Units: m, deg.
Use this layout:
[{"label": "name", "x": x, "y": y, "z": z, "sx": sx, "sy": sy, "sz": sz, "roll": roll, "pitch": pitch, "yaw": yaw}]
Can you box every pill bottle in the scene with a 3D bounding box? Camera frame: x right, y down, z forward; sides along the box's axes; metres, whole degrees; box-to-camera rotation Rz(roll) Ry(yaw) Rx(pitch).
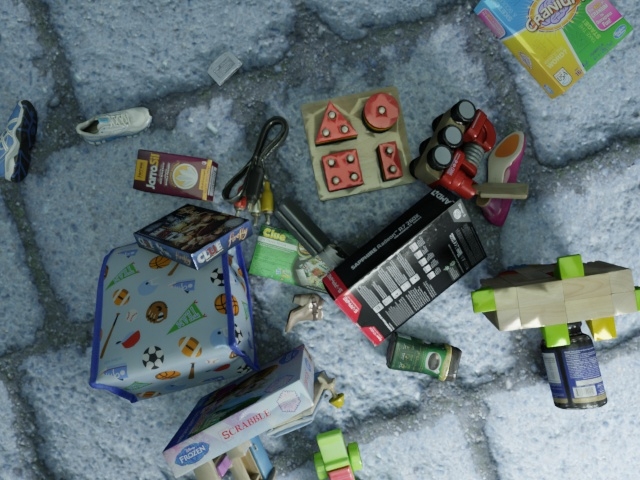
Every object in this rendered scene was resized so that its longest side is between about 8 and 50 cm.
[{"label": "pill bottle", "x": 0.632, "y": 0.305, "z": 1.192, "sx": 0.122, "sy": 0.123, "sz": 0.219, "roll": -8, "pitch": 79, "yaw": 0}]

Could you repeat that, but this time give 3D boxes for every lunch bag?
[{"label": "lunch bag", "x": -0.336, "y": 0.147, "z": 1.124, "sx": 0.327, "sy": 0.239, "sz": 0.386, "roll": -15, "pitch": 59, "yaw": -1}]

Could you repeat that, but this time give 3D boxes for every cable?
[{"label": "cable", "x": -0.165, "y": -0.185, "z": 1.231, "sx": 0.139, "sy": 0.072, "sz": 0.288, "roll": 11, "pitch": 79, "yaw": 16}]

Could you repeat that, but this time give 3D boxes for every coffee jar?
[{"label": "coffee jar", "x": 0.267, "y": 0.301, "z": 1.218, "sx": 0.184, "sy": 0.079, "sz": 0.096, "roll": 13, "pitch": 89, "yaw": 0}]

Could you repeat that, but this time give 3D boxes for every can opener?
[{"label": "can opener", "x": 0.000, "y": 0.000, "z": 1.197, "sx": 0.280, "sy": 0.074, "sz": 0.093, "roll": 43, "pitch": 55, "yaw": -3}]

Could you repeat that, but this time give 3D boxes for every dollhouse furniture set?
[{"label": "dollhouse furniture set", "x": -0.083, "y": 0.488, "z": 1.116, "sx": 0.303, "sy": 0.286, "sz": 0.198, "roll": -25, "pitch": 91, "yaw": 11}]

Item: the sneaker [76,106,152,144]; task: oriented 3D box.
[{"label": "sneaker", "x": -0.525, "y": -0.295, "z": 1.198, "sx": 0.190, "sy": 0.083, "sz": 0.072, "roll": -20, "pitch": 90, "yaw": -1}]

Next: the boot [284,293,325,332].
[{"label": "boot", "x": -0.038, "y": 0.195, "z": 1.235, "sx": 0.086, "sy": 0.042, "sz": 0.119, "roll": 15, "pitch": 98, "yaw": -9}]

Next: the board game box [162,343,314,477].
[{"label": "board game box", "x": -0.167, "y": 0.375, "z": 1.098, "sx": 0.317, "sy": 0.318, "sz": 0.066, "roll": -28, "pitch": 91, "yaw": -1}]

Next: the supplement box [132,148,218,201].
[{"label": "supplement box", "x": -0.366, "y": -0.164, "z": 1.202, "sx": 0.188, "sy": 0.081, "sz": 0.104, "roll": 8, "pitch": 91, "yaw": 0}]

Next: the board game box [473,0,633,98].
[{"label": "board game box", "x": 0.593, "y": -0.567, "z": 1.210, "sx": 0.242, "sy": 0.064, "sz": 0.316, "roll": -43, "pitch": 91, "yaw": 0}]

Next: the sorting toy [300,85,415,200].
[{"label": "sorting toy", "x": 0.098, "y": -0.251, "z": 1.200, "sx": 0.256, "sy": 0.089, "sz": 0.256, "roll": -12, "pitch": 91, "yaw": 0}]

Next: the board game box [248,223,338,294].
[{"label": "board game box", "x": -0.047, "y": 0.054, "z": 1.236, "sx": 0.259, "sy": 0.030, "sz": 0.136, "roll": 16, "pitch": 93, "yaw": -1}]

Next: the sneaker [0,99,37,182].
[{"label": "sneaker", "x": -0.785, "y": -0.258, "z": 1.197, "sx": 0.081, "sy": 0.080, "sz": 0.211, "roll": 15, "pitch": 90, "yaw": -4}]

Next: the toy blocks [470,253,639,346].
[{"label": "toy blocks", "x": 0.538, "y": 0.120, "z": 1.141, "sx": 0.381, "sy": 0.261, "sz": 0.191, "roll": -10, "pitch": 93, "yaw": 7}]

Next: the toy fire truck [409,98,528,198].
[{"label": "toy fire truck", "x": 0.383, "y": -0.198, "z": 1.161, "sx": 0.246, "sy": 0.158, "sz": 0.217, "roll": 33, "pitch": 73, "yaw": -11}]

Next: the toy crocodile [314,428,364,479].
[{"label": "toy crocodile", "x": 0.058, "y": 0.615, "z": 1.186, "sx": 0.115, "sy": 0.105, "sz": 0.341, "roll": -12, "pitch": 113, "yaw": -1}]

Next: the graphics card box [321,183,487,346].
[{"label": "graphics card box", "x": 0.211, "y": 0.067, "z": 1.151, "sx": 0.371, "sy": 0.094, "sz": 0.233, "roll": -39, "pitch": 128, "yaw": 2}]

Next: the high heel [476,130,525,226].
[{"label": "high heel", "x": 0.487, "y": -0.160, "z": 1.229, "sx": 0.117, "sy": 0.082, "sz": 0.244, "roll": 37, "pitch": 71, "yaw": -39}]

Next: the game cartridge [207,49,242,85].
[{"label": "game cartridge", "x": -0.252, "y": -0.452, "z": 1.230, "sx": 0.083, "sy": 0.017, "sz": 0.056, "roll": -43, "pitch": 95, "yaw": 0}]

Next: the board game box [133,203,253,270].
[{"label": "board game box", "x": -0.299, "y": -0.016, "z": 1.096, "sx": 0.165, "sy": 0.243, "sz": 0.042, "roll": -38, "pitch": 128, "yaw": -38}]
